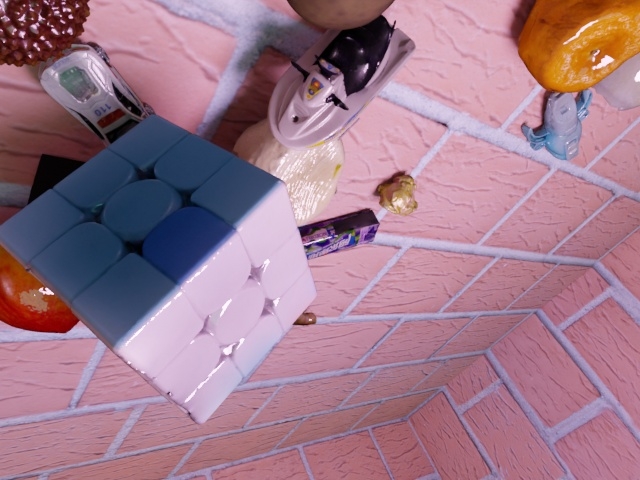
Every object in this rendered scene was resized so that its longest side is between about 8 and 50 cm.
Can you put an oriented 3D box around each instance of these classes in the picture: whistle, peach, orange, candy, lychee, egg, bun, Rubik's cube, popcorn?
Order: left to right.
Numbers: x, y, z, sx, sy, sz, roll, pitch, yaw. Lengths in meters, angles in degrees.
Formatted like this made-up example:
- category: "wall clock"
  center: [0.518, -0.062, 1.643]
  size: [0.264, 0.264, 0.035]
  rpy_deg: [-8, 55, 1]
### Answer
- category: "lychee"
  center: [-0.335, -0.270, 0.499]
  size: [0.187, 0.188, 0.188]
  rpy_deg: [-20, 145, -14]
- category: "peach"
  center: [-0.477, 0.068, 0.810]
  size: [0.197, 0.197, 0.197]
  rpy_deg: [-20, 145, -14]
- category: "Rubik's cube"
  center: [-0.217, 0.041, 0.722]
  size: [0.290, 0.291, 0.291]
  rpy_deg: [-46, 150, -24]
- category: "bun"
  center: [-0.077, -0.128, 0.890]
  size: [0.259, 0.160, 0.259]
  rpy_deg: [-36, 150, -25]
- category: "candy"
  center: [0.000, 0.000, 1.198]
  size: [0.312, 0.061, 0.088]
  rpy_deg: [-17, 147, -18]
- category: "popcorn"
  center: [0.196, -0.106, 1.177]
  size: [0.089, 0.109, 0.097]
  rpy_deg: [-14, 118, 34]
- category: "whistle"
  center: [0.634, -0.298, 1.255]
  size: [0.186, 0.093, 0.274]
  rpy_deg: [-35, 143, 8]
- category: "orange"
  center: [0.512, -0.412, 0.932]
  size: [0.248, 0.184, 0.249]
  rpy_deg: [-6, 151, -3]
- category: "egg"
  center: [0.725, -0.416, 1.076]
  size: [0.183, 0.183, 0.217]
  rpy_deg: [2, 142, -38]

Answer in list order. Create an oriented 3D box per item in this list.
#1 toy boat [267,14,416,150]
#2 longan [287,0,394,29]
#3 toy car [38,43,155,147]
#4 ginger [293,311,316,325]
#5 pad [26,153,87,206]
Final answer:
- category: "toy boat"
  center: [0.031, -0.259, 0.738]
  size: [0.269, 0.140, 0.141]
  rpy_deg: [-49, 152, -22]
- category: "longan"
  center: [0.028, -0.378, 0.609]
  size: [0.196, 0.197, 0.220]
  rpy_deg: [-25, 149, -7]
- category: "toy car"
  center: [-0.317, -0.199, 0.709]
  size: [0.095, 0.056, 0.205]
  rpy_deg: [-31, 146, 0]
- category: "ginger"
  center: [-0.112, 0.176, 1.338]
  size: [0.166, 0.080, 0.333]
  rpy_deg: [-12, 152, 1]
- category: "pad"
  center: [-0.379, -0.056, 0.896]
  size: [0.299, 0.005, 0.202]
  rpy_deg: [6, 133, -41]
